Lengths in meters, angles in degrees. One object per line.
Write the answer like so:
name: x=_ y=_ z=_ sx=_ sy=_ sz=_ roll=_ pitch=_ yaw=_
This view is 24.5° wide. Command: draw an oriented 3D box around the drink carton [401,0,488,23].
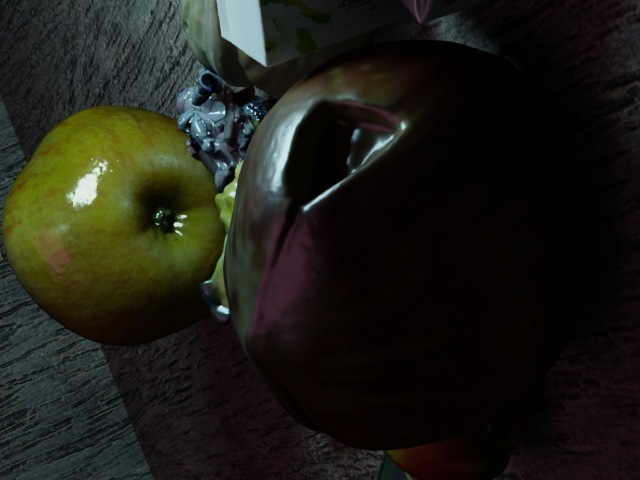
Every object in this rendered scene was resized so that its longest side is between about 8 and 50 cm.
drink carton: x=0.144 y=-0.354 z=1.359 sx=0.106 sy=0.130 sz=0.315 roll=59 pitch=158 yaw=28

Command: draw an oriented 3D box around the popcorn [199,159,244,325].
popcorn: x=0.007 y=-0.004 z=1.858 sx=0.293 sy=0.237 sz=0.293 roll=38 pitch=142 yaw=39

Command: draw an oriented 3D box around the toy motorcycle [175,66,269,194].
toy motorcycle: x=-0.128 y=-0.192 z=2.163 sx=0.207 sy=0.134 sz=0.401 roll=56 pitch=157 yaw=15

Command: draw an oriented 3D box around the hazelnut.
hazelnut: x=0.076 y=-0.004 z=1.554 sx=0.402 sy=0.402 sz=0.429 roll=48 pitch=155 yaw=42

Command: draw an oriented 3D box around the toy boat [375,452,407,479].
toy boat: x=0.121 y=0.325 z=2.125 sx=0.260 sy=0.078 sz=0.085 roll=98 pitch=169 yaw=-49

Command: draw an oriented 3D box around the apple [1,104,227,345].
apple: x=-0.313 y=-0.030 z=2.408 sx=0.400 sy=0.400 sz=0.333 roll=65 pitch=151 yaw=9

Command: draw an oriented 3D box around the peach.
peach: x=0.139 y=0.193 z=1.795 sx=0.226 sy=0.196 sz=0.190 roll=38 pitch=121 yaw=29

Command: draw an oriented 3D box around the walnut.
walnut: x=-0.047 y=-0.287 z=1.753 sx=0.248 sy=0.248 sz=0.248 roll=50 pitch=152 yaw=39

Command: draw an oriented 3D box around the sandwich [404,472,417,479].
sandwich: x=0.192 y=0.389 z=2.003 sx=0.244 sy=0.088 sz=0.090 roll=65 pitch=167 yaw=-1

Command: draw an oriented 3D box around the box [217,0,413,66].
box: x=0.018 y=-0.317 z=1.517 sx=0.111 sy=0.260 sz=0.194 roll=37 pitch=144 yaw=47
